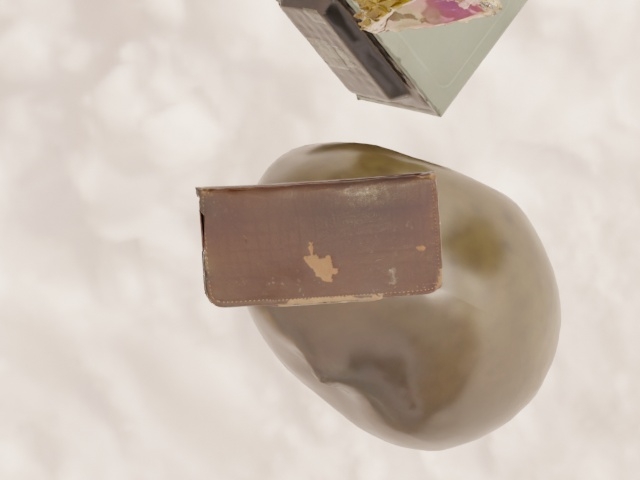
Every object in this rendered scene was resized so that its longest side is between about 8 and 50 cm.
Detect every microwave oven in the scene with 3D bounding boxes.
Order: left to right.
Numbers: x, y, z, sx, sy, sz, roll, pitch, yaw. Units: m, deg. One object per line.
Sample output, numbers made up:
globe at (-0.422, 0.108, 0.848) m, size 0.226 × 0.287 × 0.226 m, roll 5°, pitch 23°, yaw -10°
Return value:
microwave oven at (0.061, -0.319, 2.187) m, size 0.181 × 0.295 × 0.237 m, roll 18°, pitch 66°, yaw 51°

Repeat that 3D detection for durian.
durian at (0.105, -0.250, 1.847) m, size 0.132 × 0.182 × 0.165 m, roll 29°, pitch 124°, yaw 10°

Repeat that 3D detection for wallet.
wallet at (0.000, 0.000, 1.428) m, size 0.176 × 0.026 × 0.095 m, roll -5°, pitch 91°, yaw -2°

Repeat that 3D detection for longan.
longan at (0.073, 0.049, 1.889) m, size 0.288 × 0.350 × 0.288 m, roll -44°, pitch 27°, yaw 30°
